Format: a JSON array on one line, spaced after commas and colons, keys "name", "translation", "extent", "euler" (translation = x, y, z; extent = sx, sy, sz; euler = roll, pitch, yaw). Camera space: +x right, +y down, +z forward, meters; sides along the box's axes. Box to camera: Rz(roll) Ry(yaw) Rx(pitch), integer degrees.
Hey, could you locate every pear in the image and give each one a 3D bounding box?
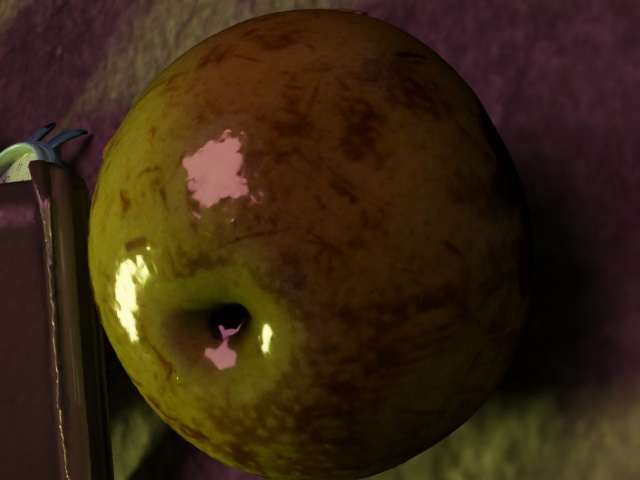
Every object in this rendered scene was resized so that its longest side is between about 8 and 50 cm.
[{"name": "pear", "translation": [0.000, 0.000, 1.076], "extent": [0.284, 0.283, 0.283], "euler": [-26, 48, 33]}]

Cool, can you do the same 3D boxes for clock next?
[{"name": "clock", "translation": [-0.250, -0.039, 1.537], "extent": [0.108, 0.045, 0.147], "euler": [10, 71, 49]}]

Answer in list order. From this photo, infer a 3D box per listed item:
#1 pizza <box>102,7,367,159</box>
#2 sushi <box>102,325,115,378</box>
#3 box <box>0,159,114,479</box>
[{"name": "pizza", "translation": [-0.077, -0.011, 1.317], "extent": [0.280, 0.075, 0.287], "euler": [-18, 55, 44]}, {"name": "sushi", "translation": [-0.228, 0.113, 1.372], "extent": [0.226, 0.097, 0.103], "euler": [-36, 47, 3]}, {"name": "box", "translation": [-0.241, 0.087, 1.247], "extent": [0.138, 0.178, 0.274], "euler": [121, 143, -89]}]
